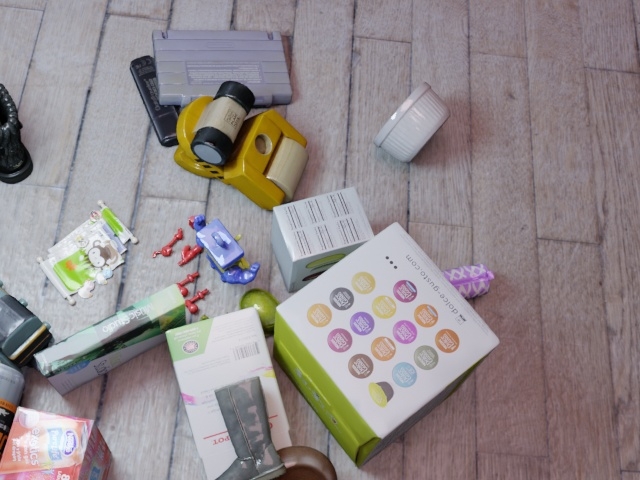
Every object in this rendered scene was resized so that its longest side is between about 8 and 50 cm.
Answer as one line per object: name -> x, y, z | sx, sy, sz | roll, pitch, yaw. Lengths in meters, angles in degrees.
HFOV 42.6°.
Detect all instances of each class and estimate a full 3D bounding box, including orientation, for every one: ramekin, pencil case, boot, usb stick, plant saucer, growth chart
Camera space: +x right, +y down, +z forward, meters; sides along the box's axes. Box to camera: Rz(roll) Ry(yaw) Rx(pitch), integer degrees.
ramekin -> 0.243, -0.297, 2.128 | 0.109, 0.207, 0.207 | 42, 68, 3
pencil case -> 0.313, 0.109, 2.008 | 0.206, 0.088, 0.086 | -12, 69, -12
boot -> -0.836, -0.314, 1.980 | 0.348, 0.260, 0.131 | 38, 67, 11
usb stick -> -0.431, -0.370, 2.170 | 0.077, 0.045, 0.278 | -21, 70, -11
plant saucer -> -0.054, 0.535, 1.741 | 0.198, 0.036, 0.199 | -3, 100, -16
growth chart -> -0.560, 0.031, 1.985 | 0.172, 0.021, 0.237 | 40, 68, 11
boot -> -0.179, 0.406, 1.695 | 0.189, 0.076, 0.209 | -22, 86, -3

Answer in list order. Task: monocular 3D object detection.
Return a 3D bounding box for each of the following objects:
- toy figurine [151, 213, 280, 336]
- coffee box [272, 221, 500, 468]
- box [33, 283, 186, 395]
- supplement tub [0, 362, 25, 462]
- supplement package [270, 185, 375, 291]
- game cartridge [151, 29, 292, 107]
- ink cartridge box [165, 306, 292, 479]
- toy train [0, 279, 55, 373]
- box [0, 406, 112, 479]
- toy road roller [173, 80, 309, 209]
toy figurine -> -0.236, 0.066, 1.896 | 0.191, 0.217, 0.363 | -32, 72, -19
coffee box -> 0.122, 0.238, 1.789 | 0.334, 0.338, 0.338 | -34, 73, -19
box -> -0.445, 0.221, 1.793 | 0.321, 0.232, 0.059 | -29, 76, -17
supplement tub -> -0.748, 0.409, 1.695 | 0.193, 0.194, 0.316 | 11, 65, -1
supplement package -> 0.000, 0.000, 1.964 | 0.203, 0.194, 0.149 | -15, 67, -12
game cartridge -> -0.265, -0.461, 2.206 | 0.354, 0.068, 0.230 | -3, 68, -16
ink cartridge box -> -0.196, 0.342, 1.798 | 0.207, 0.119, 0.354 | -14, 86, -12
toy train -> -0.719, 0.157, 1.799 | 0.333, 0.190, 0.142 | 35, 66, 21
box -> -0.521, 0.449, 1.641 | 0.154, 0.300, 0.142 | 10, 63, -3
toy road roller -> -0.217, -0.227, 2.073 | 0.329, 0.240, 0.203 | 38, 60, -30
